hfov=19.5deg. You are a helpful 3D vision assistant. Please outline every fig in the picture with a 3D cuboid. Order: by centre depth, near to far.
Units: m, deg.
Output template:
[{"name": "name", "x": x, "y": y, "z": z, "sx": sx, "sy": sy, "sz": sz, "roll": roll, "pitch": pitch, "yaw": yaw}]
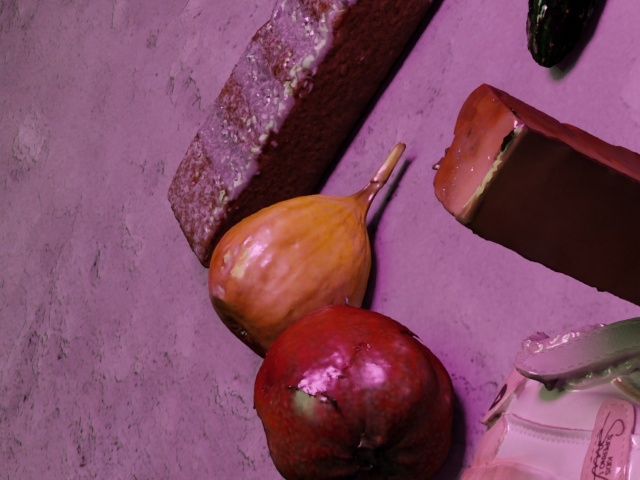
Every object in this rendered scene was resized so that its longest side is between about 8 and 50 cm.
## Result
[{"name": "fig", "x": 0.000, "y": 0.000, "z": 1.867, "sx": 0.257, "sy": 0.159, "sz": 0.159, "roll": -49, "pitch": 31, "yaw": -3}]

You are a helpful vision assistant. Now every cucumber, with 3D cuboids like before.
[{"name": "cucumber", "x": 0.247, "y": -0.306, "z": 1.716, "sx": 0.072, "sy": 0.081, "sz": 0.303, "roll": 16, "pitch": 83, "yaw": 30}]

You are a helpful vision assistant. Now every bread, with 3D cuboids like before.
[{"name": "bread", "x": -0.025, "y": -0.167, "z": 2.016, "sx": 0.416, "sy": 0.113, "sz": 0.165, "roll": -58, "pitch": 30, "yaw": 17}]

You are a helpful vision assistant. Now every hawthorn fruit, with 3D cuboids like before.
[{"name": "hawthorn fruit", "x": 0.031, "y": 0.135, "z": 1.693, "sx": 0.181, "sy": 0.181, "sz": 0.235, "roll": -51, "pitch": 21, "yaw": 25}]

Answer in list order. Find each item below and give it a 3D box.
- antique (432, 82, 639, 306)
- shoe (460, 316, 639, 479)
[{"name": "antique", "x": 0.217, "y": -0.014, "z": 1.336, "sx": 0.087, "sy": 0.310, "sz": 0.093, "roll": -58, "pitch": 32, "yaw": 16}, {"name": "shoe", "x": 0.228, "y": 0.149, "z": 1.351, "sx": 0.351, "sy": 0.172, "sz": 0.198, "roll": -7, "pitch": 61, "yaw": 54}]
